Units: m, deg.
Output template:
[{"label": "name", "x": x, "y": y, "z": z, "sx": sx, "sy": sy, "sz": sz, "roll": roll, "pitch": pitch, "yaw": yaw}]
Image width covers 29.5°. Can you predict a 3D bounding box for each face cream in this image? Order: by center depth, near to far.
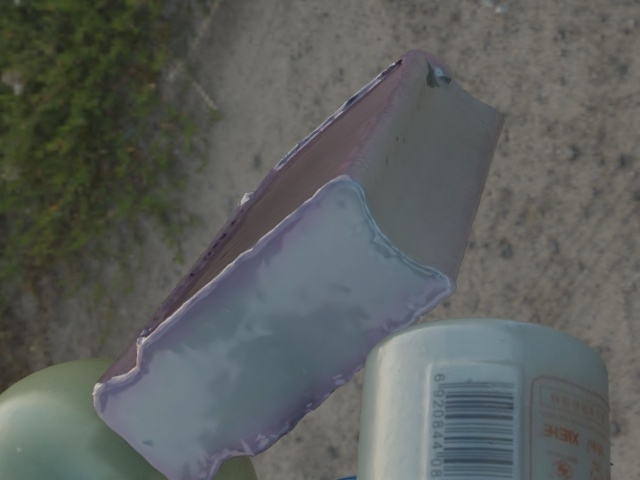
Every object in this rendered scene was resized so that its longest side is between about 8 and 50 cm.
[{"label": "face cream", "x": 0.058, "y": 0.160, "z": 0.445, "sx": 0.101, "sy": 0.101, "sz": 0.251, "roll": -25, "pitch": 51, "yaw": 46}]

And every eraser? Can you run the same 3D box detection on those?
[{"label": "eraser", "x": 0.000, "y": 0.000, "z": 0.955, "sx": 0.122, "sy": 0.359, "sz": 0.272, "roll": 44, "pitch": 117, "yaw": -8}]

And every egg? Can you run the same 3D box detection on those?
[{"label": "egg", "x": -0.169, "y": 0.212, "z": 1.008, "sx": 0.219, "sy": 0.219, "sz": 0.269, "roll": -10, "pitch": 133, "yaw": 47}]

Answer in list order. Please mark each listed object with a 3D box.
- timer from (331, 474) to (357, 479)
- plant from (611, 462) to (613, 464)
[{"label": "timer", "x": 0.082, "y": 0.407, "z": 1.153, "sx": 0.309, "sy": 0.115, "sz": 0.340, "roll": 9, "pitch": 93, "yaw": 16}, {"label": "plant", "x": 0.200, "y": 0.198, "z": 1.002, "sx": 0.051, "sy": 0.102, "sz": 0.051, "roll": 39, "pitch": 163, "yaw": 14}]
